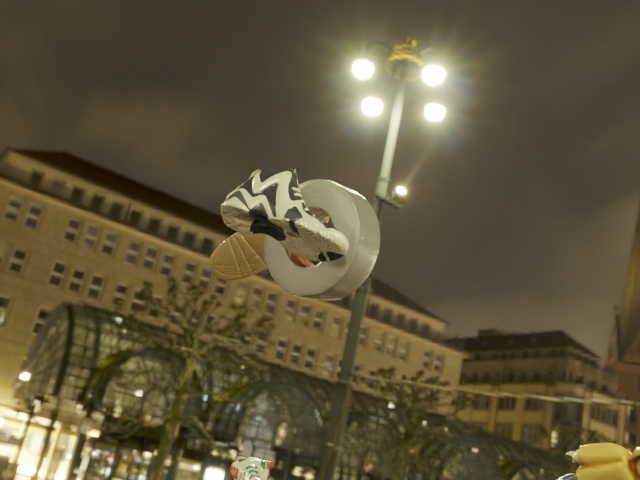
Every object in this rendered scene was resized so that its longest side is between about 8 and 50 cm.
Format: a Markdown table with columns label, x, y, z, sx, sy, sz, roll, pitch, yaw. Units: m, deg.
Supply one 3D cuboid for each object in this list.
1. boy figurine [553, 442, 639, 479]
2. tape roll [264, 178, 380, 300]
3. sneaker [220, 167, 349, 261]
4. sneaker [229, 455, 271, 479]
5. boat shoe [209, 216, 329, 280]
| label | x | y | z | sx | sy | sz | roll | pitch | yaw |
| --- | --- | --- | --- | --- | --- | --- | --- | --- | --- |
| boy figurine | 0.498 | 0.427 | 1.302 | 0.092 | 0.177 | 0.285 | -9 | -25 | -47 |
| tape roll | 0.000 | 0.000 | 1.426 | 0.219 | 0.219 | 0.072 | -2 | -12 | 36 |
| sneaker | -0.042 | -0.062 | 1.362 | 0.235 | 0.153 | 0.094 | 15 | -37 | 17 |
| sneaker | -0.138 | 0.455 | 1.444 | 0.075 | 0.057 | 0.161 | 19 | 10 | -4 |
| boat shoe | -0.103 | 0.002 | 1.659 | 0.285 | 0.103 | 0.092 | -32 | -11 | 7 |
